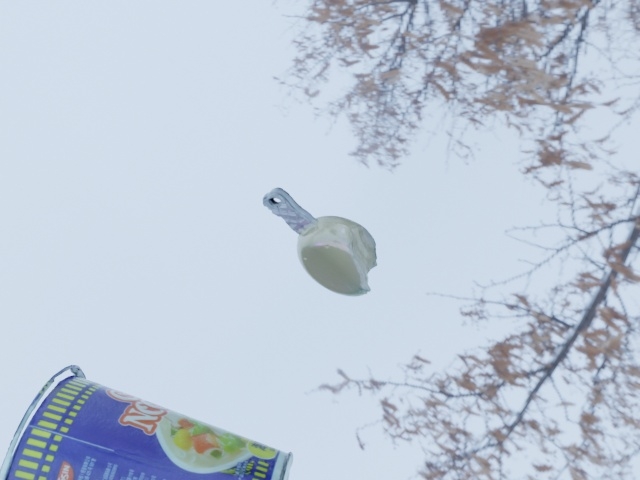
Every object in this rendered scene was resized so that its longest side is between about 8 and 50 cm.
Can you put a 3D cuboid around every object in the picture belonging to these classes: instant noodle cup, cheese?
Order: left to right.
[{"bbox_3d":[-0.207,0.328,1.012,0.313,0.284,0.284,13,-81,3],"label":"instant noodle cup"},{"bbox_3d":[0.006,-0.001,0.957,0.171,0.092,0.047,57,-144,-30],"label":"cheese"}]
